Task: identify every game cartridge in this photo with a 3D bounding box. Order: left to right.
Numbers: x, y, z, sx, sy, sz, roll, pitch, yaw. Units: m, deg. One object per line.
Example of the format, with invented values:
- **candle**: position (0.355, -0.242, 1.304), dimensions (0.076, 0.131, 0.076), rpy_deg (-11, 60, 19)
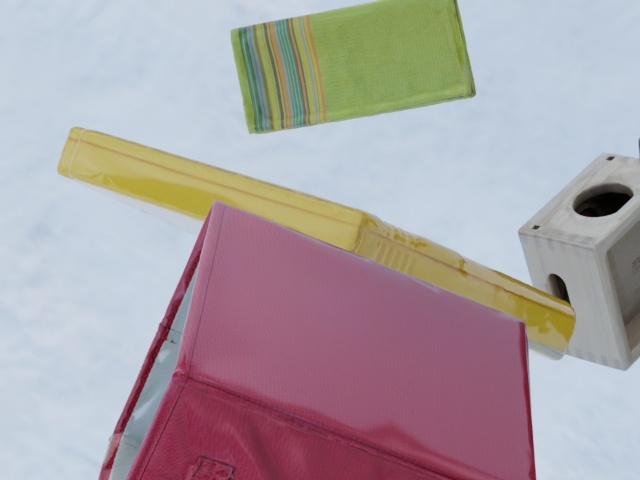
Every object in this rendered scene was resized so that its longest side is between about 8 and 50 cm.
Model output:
- **game cartridge**: position (0.000, 0.000, 1.394), dimensions (0.285, 0.323, 0.053), rpy_deg (18, 85, 35)

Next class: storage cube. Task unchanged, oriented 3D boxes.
- **storage cube**: position (-0.010, 0.126, 1.005), dimensions (0.193, 0.215, 0.184), rpy_deg (21, 117, -8)

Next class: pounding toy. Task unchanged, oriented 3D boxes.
- **pounding toy**: position (0.261, -0.029, 1.600), dimensions (0.094, 0.181, 0.206), rpy_deg (14, 44, 43)

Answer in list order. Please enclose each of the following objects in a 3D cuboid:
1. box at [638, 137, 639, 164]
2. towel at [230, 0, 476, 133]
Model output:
- **box**: position (0.325, -0.033, 1.214), dimensions (0.184, 0.190, 0.045), rpy_deg (-12, 63, 30)
- **towel**: position (0.024, -0.158, 1.691), dimensions (0.237, 0.021, 0.102), rpy_deg (-7, 101, 33)
